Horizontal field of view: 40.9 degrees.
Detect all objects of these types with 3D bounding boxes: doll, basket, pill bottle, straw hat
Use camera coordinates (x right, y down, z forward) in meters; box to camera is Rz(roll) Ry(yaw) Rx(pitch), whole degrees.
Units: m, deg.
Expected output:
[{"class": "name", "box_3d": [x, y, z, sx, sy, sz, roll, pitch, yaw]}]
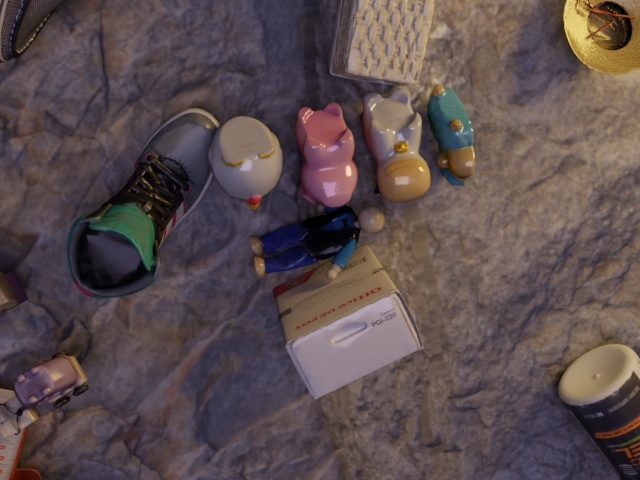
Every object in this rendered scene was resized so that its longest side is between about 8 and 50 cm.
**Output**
[{"class": "doll", "box_3d": [0.000, 0.000, 1.183, 0.189, 0.129, 0.046, -20, 144, 9]}, {"class": "basket", "box_3d": [0.082, -0.290, 1.124, 0.113, 0.103, 0.167, 8, 102, -9]}, {"class": "pill bottle", "box_3d": [0.477, 0.285, 1.293, 0.130, 0.130, 0.246, -38, 105, 3]}, {"class": "straw hat", "box_3d": [0.394, -0.291, 1.181, 0.144, 0.061, 0.144, 0, 87, -1]}]

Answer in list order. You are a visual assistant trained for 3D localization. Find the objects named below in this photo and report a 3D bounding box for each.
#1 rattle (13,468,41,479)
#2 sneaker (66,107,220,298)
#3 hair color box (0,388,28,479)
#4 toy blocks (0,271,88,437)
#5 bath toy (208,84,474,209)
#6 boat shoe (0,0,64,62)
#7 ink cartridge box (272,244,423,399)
[{"class": "rattle", "box_3d": [-0.527, 0.341, 1.247, 0.199, 0.143, 0.130, -25, 128, -23]}, {"class": "sneaker", "box_3d": [-0.230, -0.039, 1.110, 0.124, 0.178, 0.295, 34, 97, -13]}, {"class": "hair color box", "box_3d": [-0.451, 0.280, 1.192, 0.072, 0.043, 0.141, 14, 61, -9]}, {"class": "toy blocks", "box_3d": [-0.507, 0.133, 1.039, 0.288, 0.260, 0.309, -34, 85, 2]}, {"class": "bath toy", "box_3d": [0.026, -0.106, 1.158, 0.348, 0.129, 0.151, -8, 60, -6]}, {"class": "boat shoe", "box_3d": [-0.289, -0.351, 1.053, 0.158, 0.127, 0.340, 26, 99, -4]}, {"class": "ink cartridge box", "box_3d": [0.030, 0.102, 1.153, 0.158, 0.218, 0.092, -26, 105, 0]}]
